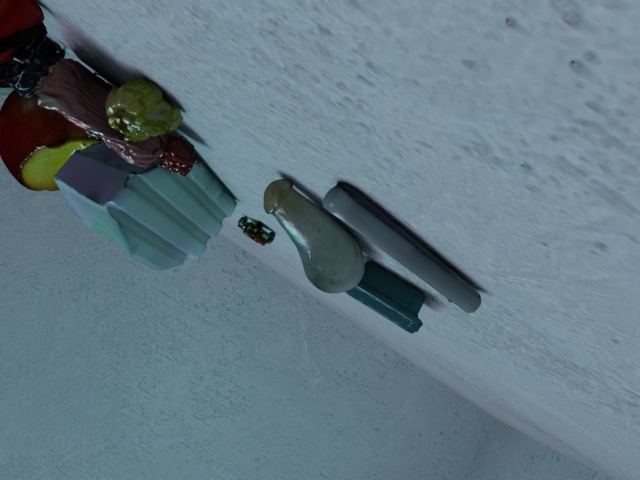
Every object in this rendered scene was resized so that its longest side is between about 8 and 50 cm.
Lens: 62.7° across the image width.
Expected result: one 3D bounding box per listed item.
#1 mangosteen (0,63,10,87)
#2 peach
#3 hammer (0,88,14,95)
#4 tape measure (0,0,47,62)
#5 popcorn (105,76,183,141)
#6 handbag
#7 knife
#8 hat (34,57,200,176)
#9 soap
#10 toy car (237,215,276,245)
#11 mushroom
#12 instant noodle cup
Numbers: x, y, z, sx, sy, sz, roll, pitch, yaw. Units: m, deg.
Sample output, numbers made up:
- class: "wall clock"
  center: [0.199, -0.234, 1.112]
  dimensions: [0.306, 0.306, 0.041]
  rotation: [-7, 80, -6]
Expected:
- class: "mangosteen"
  center: [-0.685, -0.401, 1.124]
  dimensions: [0.140, 0.140, 0.140]
  rotation: [33, 171, 6]
- class: "peach"
  center: [-0.578, -0.227, 1.197]
  dimensions: [0.338, 0.281, 0.281]
  rotation: [26, 168, 42]
- class: "hammer"
  center: [-0.883, -0.459, 1.566]
  dimensions: [0.306, 0.113, 0.202]
  rotation: [29, 174, -4]
- class: "tape measure"
  center: [-0.531, -0.373, 0.689]
  dimensions: [0.261, 0.114, 0.253]
  rotation: [32, 171, 11]
- class: "popcorn"
  center: [-0.278, -0.202, 0.817]
  dimensions: [0.109, 0.089, 0.097]
  rotation: [30, 158, 2]
- class: "handbag"
  center: [-0.512, -0.327, 0.962]
  dimensions: [0.139, 0.115, 0.072]
  rotation: [4, 154, 37]
- class: "knife"
  center: [0.112, 0.012, 0.712]
  dimensions: [0.266, 0.040, 0.073]
  rotation: [36, -178, -17]
- class: "hat"
  center: [-0.347, -0.200, 0.924]
  dimensions: [0.286, 0.107, 0.236]
  rotation: [34, -158, -27]
- class: "soap"
  center: [-0.373, -0.088, 1.187]
  dimensions: [0.156, 0.261, 0.446]
  rotation: [35, 173, 14]
- class: "toy car"
  center: [-0.194, -0.027, 1.552]
  dimensions: [0.073, 0.054, 0.143]
  rotation: [41, 168, -34]
- class: "mushroom"
  center: [0.000, 0.000, 0.890]
  dimensions: [0.118, 0.103, 0.270]
  rotation: [20, 155, 36]
- class: "instant noodle cup"
  center: [0.134, 0.109, 1.054]
  dimensions: [0.179, 0.070, 0.157]
  rotation: [32, 170, 12]
